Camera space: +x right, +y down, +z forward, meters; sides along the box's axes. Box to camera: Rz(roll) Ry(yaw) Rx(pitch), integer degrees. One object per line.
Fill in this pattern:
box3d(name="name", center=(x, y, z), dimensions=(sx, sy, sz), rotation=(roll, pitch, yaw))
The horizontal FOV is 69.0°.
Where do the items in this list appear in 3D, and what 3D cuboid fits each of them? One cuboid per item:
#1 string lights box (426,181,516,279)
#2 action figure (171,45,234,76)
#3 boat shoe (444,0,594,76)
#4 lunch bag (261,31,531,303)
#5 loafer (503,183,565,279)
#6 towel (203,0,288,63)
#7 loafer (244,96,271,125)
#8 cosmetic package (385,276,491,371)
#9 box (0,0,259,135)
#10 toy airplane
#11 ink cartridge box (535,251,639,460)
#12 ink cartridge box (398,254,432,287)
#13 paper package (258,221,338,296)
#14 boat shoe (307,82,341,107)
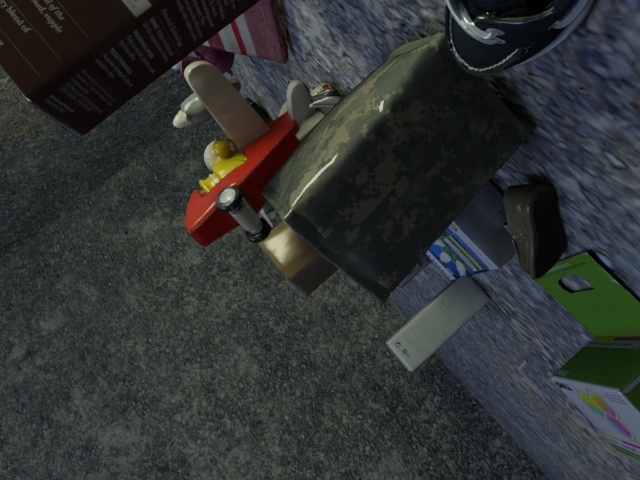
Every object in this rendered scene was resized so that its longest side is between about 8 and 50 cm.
box3d(name="string lights box", center=(0.217, -0.017, 0.730), dimensions=(0.133, 0.077, 0.259), rotation=(48, 176, 8))
box3d(name="action figure", center=(-0.276, -0.520, 1.114), dimensions=(0.276, 0.248, 0.370), rotation=(16, 163, 22))
box3d(name="boat shoe", center=(0.116, -0.175, 0.270), dimensions=(0.114, 0.091, 0.302), rotation=(49, 176, 10))
box3d(name="lunch bag", center=(0.057, -0.091, 0.574), dimensions=(0.169, 0.235, 0.287), rotation=(40, -178, -20))
box3d(name="loafer", center=(0.254, -0.014, 0.558), dimensions=(0.050, 0.056, 0.148), rotation=(46, 165, 49))
box3d(name="towel", center=(-0.228, -0.431, 0.850), dimensions=(0.329, 0.037, 0.237), rotation=(15, 170, 5))
box3d(name="loafer", center=(-0.221, -0.437, 1.694), dimensions=(0.087, 0.094, 0.251), rotation=(23, 177, 17))
box3d(name="cosmetic package", center=(0.255, 0.182, 1.031), dimensions=(0.085, 0.231, 0.117), rotation=(49, 177, 11))
box3d(name="box", center=(-0.231, -0.330, 0.576), dimensions=(0.191, 0.381, 0.143), rotation=(49, 174, 1))
box3d(name="toy airplane", center=(-0.161, -0.203, 1.091), dimensions=(0.272, 0.384, 0.386), rotation=(19, 113, 37))
box3d(name="ink cartridge box", center=(0.360, 0.152, 0.590), dimensions=(0.255, 0.097, 0.189), rotation=(48, 176, 12))
box3d(name="ink cartridge box", center=(0.098, -0.086, 1.034), dimensions=(0.272, 0.130, 0.309), rotation=(47, 176, 48))
box3d(name="paper package", center=(0.000, 0.000, 1.481), dimensions=(0.168, 0.325, 0.309), rotation=(49, 176, 17))
box3d(name="boat shoe", center=(0.005, -0.278, 0.886), dimensions=(0.137, 0.049, 0.043), rotation=(-140, 51, -73))
